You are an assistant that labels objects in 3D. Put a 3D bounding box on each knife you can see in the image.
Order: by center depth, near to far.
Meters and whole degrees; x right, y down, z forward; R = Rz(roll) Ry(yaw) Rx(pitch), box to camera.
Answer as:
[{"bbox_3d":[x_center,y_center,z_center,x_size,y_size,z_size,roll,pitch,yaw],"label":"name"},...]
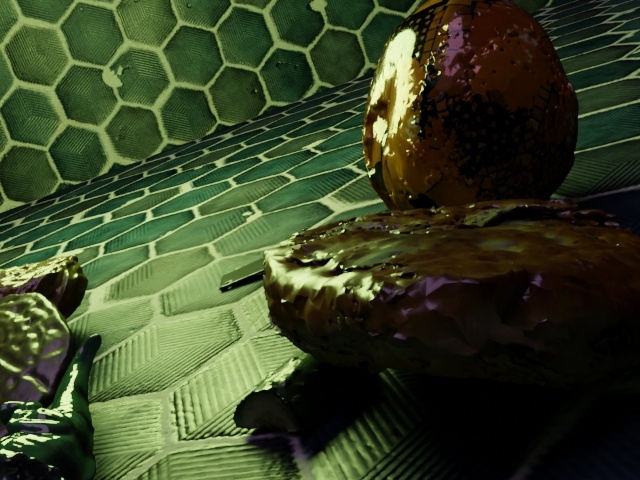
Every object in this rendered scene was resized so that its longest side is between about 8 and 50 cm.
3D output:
[{"bbox_3d":[0.000,0.000,0.925,0.245,0.019,0.072,-21,14,3],"label":"knife"}]

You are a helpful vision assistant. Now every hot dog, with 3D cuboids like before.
[{"bbox_3d":[-0.378,0.091,0.917,0.259,0.114,0.175,-6,13,14],"label":"hot dog"}]

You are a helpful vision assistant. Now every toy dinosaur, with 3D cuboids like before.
[{"bbox_3d":[-0.210,0.153,0.556,0.120,0.079,0.292,-16,16,-6],"label":"toy dinosaur"}]

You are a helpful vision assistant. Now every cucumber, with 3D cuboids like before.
[{"bbox_3d":[-0.008,0.094,0.580,0.067,0.035,0.107,-9,16,40],"label":"cucumber"}]

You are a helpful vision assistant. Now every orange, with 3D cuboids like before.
[{"bbox_3d":[0.136,-0.118,0.772,0.182,0.234,0.234,-2,14,-7],"label":"orange"}]

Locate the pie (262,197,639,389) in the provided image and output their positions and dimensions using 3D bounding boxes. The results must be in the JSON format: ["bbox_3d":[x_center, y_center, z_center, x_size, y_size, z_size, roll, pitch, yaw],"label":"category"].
[{"bbox_3d":[0.091,0.028,0.539,0.308,0.085,0.308,-7,9,1],"label":"pie"}]

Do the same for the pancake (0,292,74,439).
[{"bbox_3d":[-0.328,0.139,0.722,0.250,0.031,0.250,-20,34,15],"label":"pancake"}]
